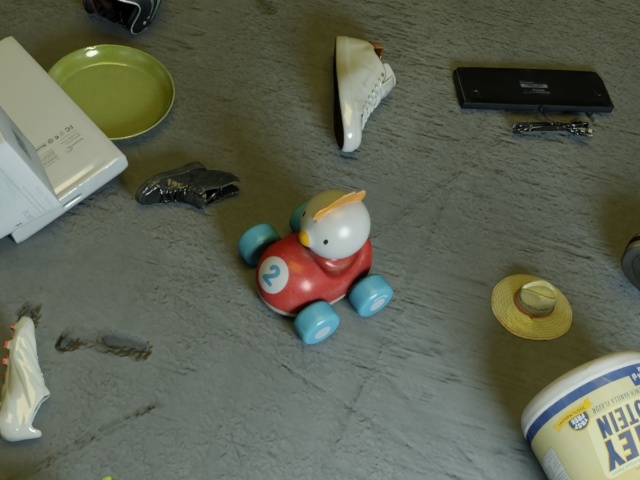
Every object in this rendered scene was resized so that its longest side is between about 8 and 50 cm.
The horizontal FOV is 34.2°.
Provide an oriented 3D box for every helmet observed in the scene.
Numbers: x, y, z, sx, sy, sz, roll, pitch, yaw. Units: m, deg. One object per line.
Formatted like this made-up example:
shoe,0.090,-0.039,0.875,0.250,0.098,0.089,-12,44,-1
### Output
helmet,-0.385,-0.503,2.030,0.169,0.161,0.169,4,54,-6

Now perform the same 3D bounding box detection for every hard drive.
hard drive,-0.536,-0.184,1.821,0.233,0.047,0.353,-38,68,-17

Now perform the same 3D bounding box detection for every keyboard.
keyboard,0.433,-0.274,2.079,0.317,0.033,0.201,0,48,-8

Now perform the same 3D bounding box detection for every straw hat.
straw hat,0.370,0.098,1.775,0.144,0.061,0.144,4,54,-6

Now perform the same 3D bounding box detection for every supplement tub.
supplement tub,0.459,0.344,1.506,0.228,0.228,0.316,-15,58,-19

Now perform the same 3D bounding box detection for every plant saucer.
plant saucer,-0.393,-0.269,1.935,0.241,0.037,0.241,4,55,-6

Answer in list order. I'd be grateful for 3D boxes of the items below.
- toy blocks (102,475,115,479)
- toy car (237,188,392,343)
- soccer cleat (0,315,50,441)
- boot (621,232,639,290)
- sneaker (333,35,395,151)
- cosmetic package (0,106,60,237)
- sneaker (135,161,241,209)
toy blocks,-0.371,0.507,1.302,0.261,0.191,0.381,-11,65,-1
toy car,0.000,0.000,1.677,0.210,0.238,0.219,-25,61,-24
soccer cleat,-0.443,0.208,1.564,0.076,0.068,0.196,7,60,-11
boot,0.724,0.001,1.856,0.377,0.138,0.284,18,54,-1
sneaker,0.086,-0.286,1.982,0.123,0.106,0.290,4,52,-3
cosmetic package,-0.566,-0.096,1.624,0.225,0.224,0.138,-28,65,-3
sneaker,-0.231,-0.087,1.819,0.170,0.051,0.089,-28,58,-30
